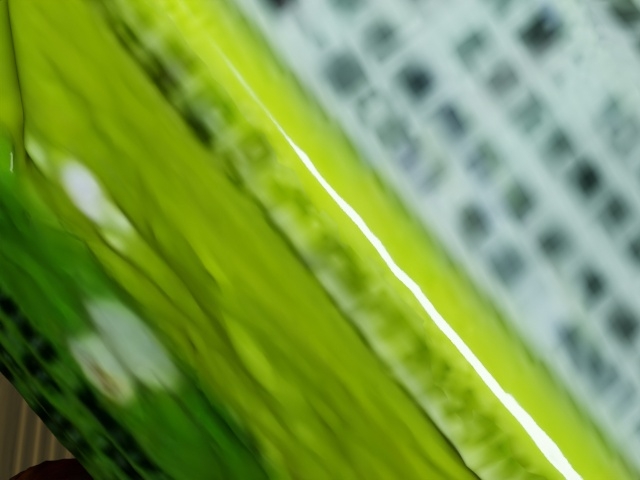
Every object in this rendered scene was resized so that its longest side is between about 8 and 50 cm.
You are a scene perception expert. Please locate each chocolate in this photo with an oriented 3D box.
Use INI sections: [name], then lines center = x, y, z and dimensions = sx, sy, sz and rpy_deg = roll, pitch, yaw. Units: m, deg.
[chocolate]
center = 0.000, 0.000, 0.572
dimensions = 0.137, 0.301, 0.289
rpy_deg = -42, 6, -25

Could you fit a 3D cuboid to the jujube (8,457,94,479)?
[jujube]
center = -0.087, 0.203, 0.781
dimensions = 0.183, 0.183, 0.243
rpy_deg = -55, 34, 30
